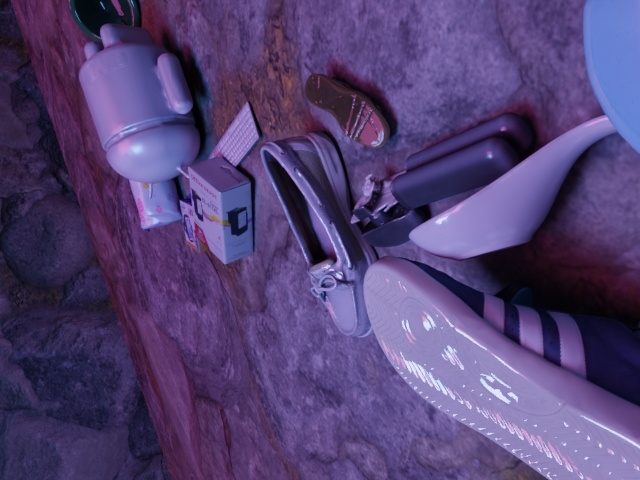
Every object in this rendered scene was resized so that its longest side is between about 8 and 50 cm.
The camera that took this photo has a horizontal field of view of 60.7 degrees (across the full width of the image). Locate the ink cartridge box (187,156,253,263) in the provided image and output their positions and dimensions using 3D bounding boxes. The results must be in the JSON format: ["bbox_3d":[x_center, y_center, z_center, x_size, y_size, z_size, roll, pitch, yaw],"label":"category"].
[{"bbox_3d":[-0.201,-0.062,1.104,0.127,0.072,0.175,37,139,38],"label":"ink cartridge box"}]

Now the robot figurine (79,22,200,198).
[{"bbox_3d":[-0.381,-0.274,1.166,0.300,0.200,0.353,-23,86,42],"label":"robot figurine"}]

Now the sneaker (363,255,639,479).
[{"bbox_3d":[0.195,0.105,0.508,0.350,0.148,0.131,35,137,39],"label":"sneaker"}]

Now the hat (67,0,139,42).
[{"bbox_3d":[-0.509,-0.600,1.364,0.209,0.183,0.172,8,128,10],"label":"hat"}]

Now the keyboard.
[{"bbox_3d":[-0.178,-0.180,1.082,0.256,0.014,0.072,-32,78,57],"label":"keyboard"}]

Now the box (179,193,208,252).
[{"bbox_3d":[-0.312,-0.045,1.341,0.081,0.028,0.136,23,126,50],"label":"box"}]

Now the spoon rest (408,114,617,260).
[{"bbox_3d":[0.201,-0.045,0.489,0.276,0.137,0.084,-20,81,44],"label":"spoon rest"}]

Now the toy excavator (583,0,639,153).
[{"bbox_3d":[0.226,-0.185,0.311,0.445,0.223,0.432,11,114,64],"label":"toy excavator"}]

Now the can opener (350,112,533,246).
[{"bbox_3d":[0.129,-0.064,0.641,0.093,0.074,0.280,40,152,-14],"label":"can opener"}]

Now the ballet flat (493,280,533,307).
[{"bbox_3d":[0.190,0.126,0.629,0.074,0.074,0.203,31,132,46],"label":"ballet flat"}]

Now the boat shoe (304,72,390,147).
[{"bbox_3d":[0.043,-0.176,0.730,0.153,0.048,0.056,40,125,30],"label":"boat shoe"}]

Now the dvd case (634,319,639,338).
[{"bbox_3d":[0.316,0.125,0.488,0.087,0.013,0.119,36,134,43],"label":"dvd case"}]

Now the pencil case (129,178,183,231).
[{"bbox_3d":[-0.425,-0.165,1.374,0.124,0.114,0.273,-137,33,-80],"label":"pencil case"}]

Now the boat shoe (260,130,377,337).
[{"bbox_3d":[0.001,-0.002,0.816,0.118,0.103,0.320,-10,97,58],"label":"boat shoe"}]
